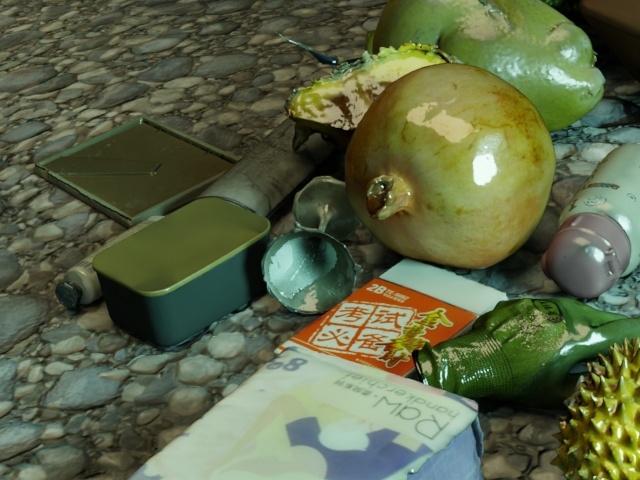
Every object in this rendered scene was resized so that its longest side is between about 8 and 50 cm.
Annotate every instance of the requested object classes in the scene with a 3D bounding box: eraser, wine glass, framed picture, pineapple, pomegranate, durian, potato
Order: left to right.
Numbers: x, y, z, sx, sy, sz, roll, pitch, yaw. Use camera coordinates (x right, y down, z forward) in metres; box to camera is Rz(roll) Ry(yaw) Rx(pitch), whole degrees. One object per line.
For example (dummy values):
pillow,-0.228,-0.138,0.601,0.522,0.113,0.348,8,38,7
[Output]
framed picture,-0.271,-0.109,2.033,0.211,0.020,0.289,-28,35,-30
wine glass,0.000,0.000,1.684,0.122,0.122,0.183,-2,26,12
eraser,0.082,0.104,1.543,0.157,0.038,0.230,19,40,41
pineapple,0.107,-0.185,1.882,0.335,0.158,0.161,5,-9,17
pomegranate,0.145,-0.082,1.635,0.270,0.229,0.252,-21,56,-38
potato,0.242,-0.260,1.960,0.351,0.218,0.202,13,-1,24
durian,0.302,0.152,1.262,0.138,0.183,0.249,26,36,14

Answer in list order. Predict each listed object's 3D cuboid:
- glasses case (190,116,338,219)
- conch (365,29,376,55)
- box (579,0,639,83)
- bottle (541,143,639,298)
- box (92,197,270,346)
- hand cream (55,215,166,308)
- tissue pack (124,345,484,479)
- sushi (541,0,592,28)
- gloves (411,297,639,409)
glasses case,-0.060,-0.103,1.922,0.114,0.060,0.299,6,33,30
conch,0.120,-0.312,2.230,0.095,0.079,0.201,12,22,-1
box,0.554,-0.306,1.858,0.229,0.239,0.339,-49,35,2
bottle,0.341,-0.018,1.610,0.110,0.110,0.233,10,36,30
box,-0.162,0.039,1.675,0.201,0.090,0.144,-32,36,-34
hand cream,-0.260,0.020,1.788,0.080,0.050,0.234,9,30,30
tissue pack,-0.032,0.242,1.248,0.242,0.125,0.344,14,37,35
sushi,0.397,-0.426,2.123,0.352,0.178,0.294,11,12,-26
gloves,0.229,0.116,1.427,0.268,0.107,0.135,-11,60,-8
